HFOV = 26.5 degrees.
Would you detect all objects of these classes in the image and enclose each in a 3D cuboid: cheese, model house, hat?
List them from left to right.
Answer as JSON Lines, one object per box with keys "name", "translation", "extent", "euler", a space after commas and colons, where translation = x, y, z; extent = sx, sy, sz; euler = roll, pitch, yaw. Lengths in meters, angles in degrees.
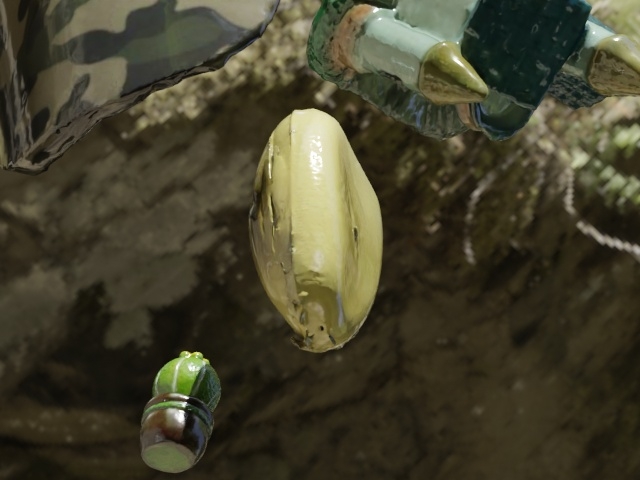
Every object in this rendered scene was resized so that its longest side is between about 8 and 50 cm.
{"name": "hat", "translation": [-0.196, -0.255, 0.959], "extent": [0.257, 0.366, 0.382], "euler": [46, 25, -32]}
{"name": "cheese", "translation": [0.000, 0.000, 1.712], "extent": [0.128, 0.316, 0.259], "euler": [-15, -52, 23]}
{"name": "model house", "translation": [0.189, -0.171, 1.344], "extent": [0.267, 0.194, 0.325], "euler": [22, 7, -47]}

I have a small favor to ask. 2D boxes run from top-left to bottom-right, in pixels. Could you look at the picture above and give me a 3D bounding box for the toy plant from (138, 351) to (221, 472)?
{"name": "toy plant", "translation": [-0.179, 0.214, 1.754], "extent": [0.093, 0.162, 0.093], "euler": [6, -43, 5]}
